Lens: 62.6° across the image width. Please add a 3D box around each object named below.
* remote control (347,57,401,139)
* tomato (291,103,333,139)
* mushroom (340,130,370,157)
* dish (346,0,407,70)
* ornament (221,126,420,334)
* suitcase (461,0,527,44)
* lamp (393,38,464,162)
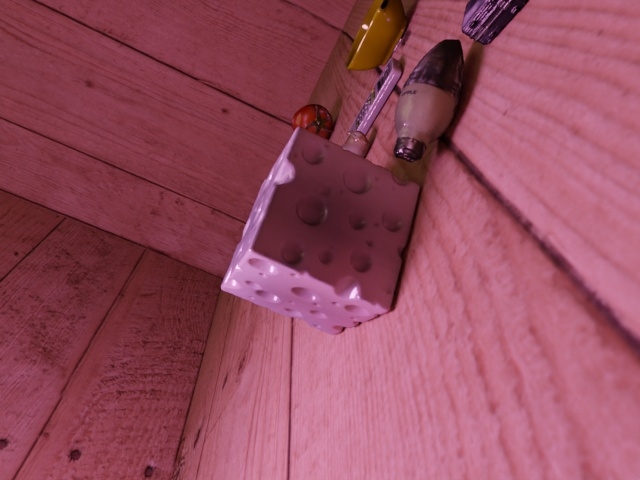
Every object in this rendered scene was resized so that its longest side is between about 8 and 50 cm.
[{"bbox_3d":[0.142,-0.367,1.426,0.250,0.034,0.103,-57,16,35],"label":"remote control"},{"bbox_3d":[-0.032,-0.428,1.967,0.167,0.167,0.167,-60,14,26],"label":"tomato"},{"bbox_3d":[0.044,-0.152,1.325,0.278,0.099,0.096,-66,18,-12],"label":"mushroom"},{"bbox_3d":[0.178,-0.608,1.538,0.262,0.108,0.221,125,163,-47],"label":"dish"},{"bbox_3d":[-0.004,-0.003,0.923,0.240,0.240,0.239,-43,25,62],"label":"ornament"},{"bbox_3d":[0.280,-0.383,0.839,0.126,0.059,0.086,-47,22,57],"label":"suitcase"},{"bbox_3d":[0.185,-0.241,0.887,0.250,0.101,0.101,-68,13,-15],"label":"lamp"}]
